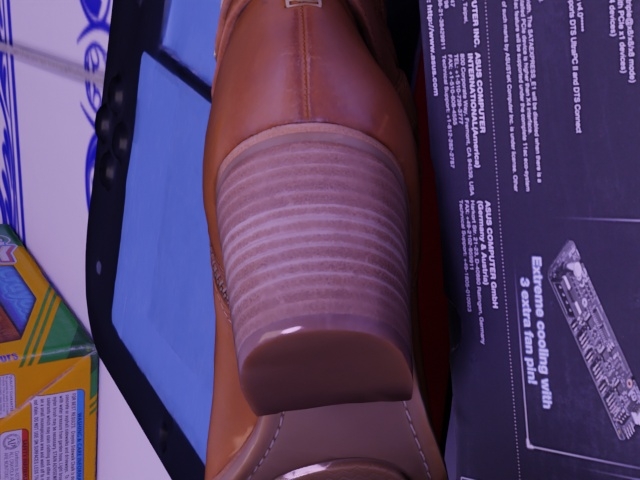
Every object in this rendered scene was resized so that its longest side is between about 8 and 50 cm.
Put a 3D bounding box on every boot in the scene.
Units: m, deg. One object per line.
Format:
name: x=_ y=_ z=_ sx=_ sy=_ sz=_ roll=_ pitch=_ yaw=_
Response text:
boot: x=0.000 y=0.000 z=0.460 sx=0.197 sy=0.073 sz=0.152 roll=100 pitch=169 yaw=-59

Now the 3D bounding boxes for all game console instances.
game console: x=-0.035 y=-0.057 z=0.671 sx=0.386 sy=0.060 sz=0.342 roll=-140 pitch=51 yaw=-63

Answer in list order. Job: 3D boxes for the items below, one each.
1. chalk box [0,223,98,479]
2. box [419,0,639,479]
chalk box: x=-0.301 y=0.105 z=1.194 sx=0.289 sy=0.179 sz=0.180 roll=-135 pitch=43 yaw=-53
box: x=0.134 y=0.020 z=0.333 sx=0.242 sy=0.076 sz=0.307 roll=2 pitch=99 yaw=49
